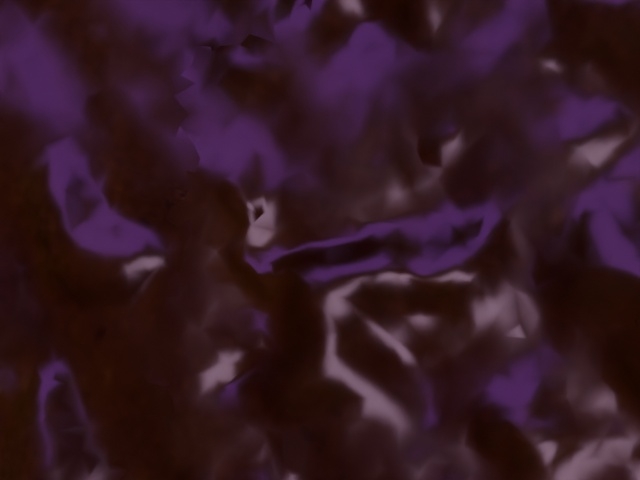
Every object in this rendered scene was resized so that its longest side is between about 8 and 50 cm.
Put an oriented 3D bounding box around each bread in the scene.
[{"bbox_3d":[0.000,0.000,0.566,0.325,0.167,0.277,15,90,17],"label":"bread"}]
